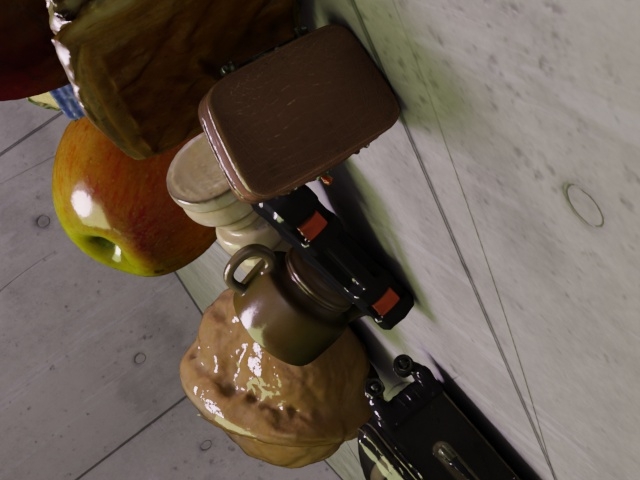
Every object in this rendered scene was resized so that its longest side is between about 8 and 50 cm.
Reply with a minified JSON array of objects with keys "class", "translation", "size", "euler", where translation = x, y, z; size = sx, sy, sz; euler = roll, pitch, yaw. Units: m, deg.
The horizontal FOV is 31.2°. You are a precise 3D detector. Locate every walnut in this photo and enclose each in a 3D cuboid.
[{"class":"walnut","translation":[-0.075,0.245,2.174],"size":[0.384,0.383,0.383],"euler":[50,168,15]}]

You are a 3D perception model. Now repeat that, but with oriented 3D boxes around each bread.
[{"class":"bread","translation":[-0.162,-0.254,1.217],"size":[0.167,0.277,0.324],"euler":[53,172,23]}]

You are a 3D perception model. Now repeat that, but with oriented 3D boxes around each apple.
[{"class":"apple","translation":[-0.324,-0.104,2.084],"size":[0.340,0.339,0.339],"euler":[50,168,15]}]

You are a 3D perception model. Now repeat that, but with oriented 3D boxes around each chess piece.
[{"class":"chess piece","translation":[-0.127,-0.045,1.968],"size":[0.167,0.167,0.300],"euler":[43,171,40]}]

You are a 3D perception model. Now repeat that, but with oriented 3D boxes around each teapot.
[{"class":"teapot","translation":[-0.036,0.082,1.906],"size":[0.267,0.175,0.186],"euler":[31,-157,-30]}]

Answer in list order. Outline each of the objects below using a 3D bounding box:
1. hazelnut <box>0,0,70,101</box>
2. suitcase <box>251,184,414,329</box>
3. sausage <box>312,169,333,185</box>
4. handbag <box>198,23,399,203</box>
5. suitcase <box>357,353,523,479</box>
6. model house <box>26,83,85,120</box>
[{"class":"hazelnut","translation":[-0.418,-0.393,1.453],"size":[0.402,0.402,0.430],"euler":[-172,63,-74]},{"class":"suitcase","translation":[0.000,0.000,1.659],"size":[0.285,0.066,0.206],"euler":[46,175,-33]},{"class":"sausage","translation":[-0.067,-0.168,1.554],"size":[0.264,0.083,0.083],"euler":[48,167,22]},{"class":"handbag","translation":[-0.029,-0.137,1.206],"size":[0.151,0.193,0.072],"euler":[58,166,-4]},{"class":"suitcase","translation":[0.221,0.409,1.812],"size":[0.434,0.194,0.283],"euler":[47,167,21]},{"class":"model house","translation":[-0.408,-0.373,1.933],"size":[0.266,0.261,0.321],"euler":[23,149,48]}]
